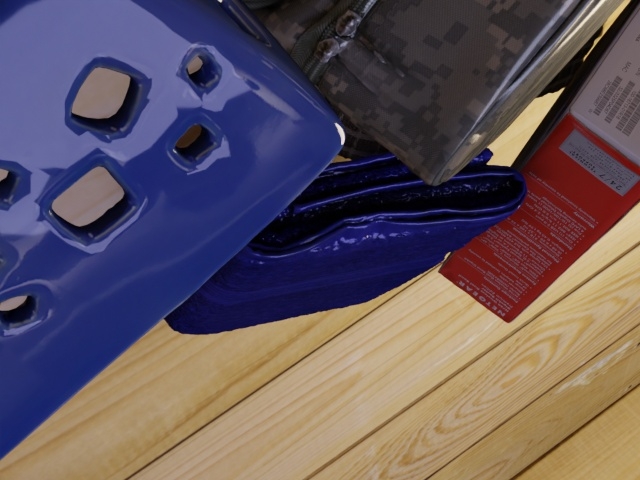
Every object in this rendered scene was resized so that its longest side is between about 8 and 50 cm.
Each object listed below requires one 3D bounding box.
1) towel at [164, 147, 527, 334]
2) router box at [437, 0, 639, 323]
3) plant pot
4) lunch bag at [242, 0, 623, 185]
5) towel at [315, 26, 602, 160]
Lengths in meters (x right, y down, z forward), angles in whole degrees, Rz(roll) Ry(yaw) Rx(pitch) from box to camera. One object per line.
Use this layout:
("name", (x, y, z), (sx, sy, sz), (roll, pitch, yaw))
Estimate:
("towel", (0.000, 0.000, 1.019), (0.227, 0.076, 0.308), (-10, 168, -20))
("router box", (0.257, -0.124, 1.067), (0.335, 0.082, 0.301), (-52, 176, -26))
("plant pot", (-0.171, -0.074, 0.493), (0.236, 0.236, 0.212), (-42, 146, 3))
("lunch bag", (0.064, -0.213, 0.693), (0.305, 0.256, 0.212), (-49, 174, 17))
("towel", (0.132, -0.191, 0.959), (0.283, 0.121, 0.235), (-21, 150, -33))
